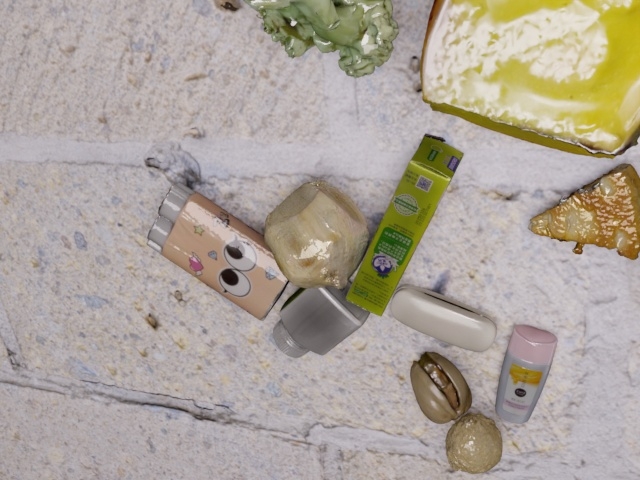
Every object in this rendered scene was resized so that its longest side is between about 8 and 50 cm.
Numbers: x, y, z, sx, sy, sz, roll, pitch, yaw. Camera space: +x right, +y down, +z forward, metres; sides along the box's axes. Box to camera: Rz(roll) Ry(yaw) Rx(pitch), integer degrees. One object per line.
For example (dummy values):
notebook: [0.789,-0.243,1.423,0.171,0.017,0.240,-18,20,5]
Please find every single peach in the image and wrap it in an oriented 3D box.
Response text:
peach: [0.347,-0.268,1.023,0.380,0.242,0.306,15,105,18]

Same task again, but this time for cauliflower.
cauliflower: [0.017,-0.386,1.084,0.260,0.281,0.327,-28,112,5]

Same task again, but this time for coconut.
coconut: [-0.003,0.002,1.359,0.194,0.194,0.194,11,122,18]

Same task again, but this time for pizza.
pizza: [0.430,-0.040,1.222,0.194,0.069,0.154,-8,114,35]

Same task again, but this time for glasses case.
glasses case: [0.229,0.146,1.423,0.204,0.051,0.081,23,125,10]

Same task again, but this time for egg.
egg: [0.301,0.402,1.500,0.118,0.116,0.140,-19,140,10]

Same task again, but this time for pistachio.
pistachio: [0.233,0.287,1.479,0.113,0.113,0.149,-26,90,33]

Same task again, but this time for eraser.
eraser: [-0.195,0.020,1.517,0.290,0.087,0.171,34,124,2]

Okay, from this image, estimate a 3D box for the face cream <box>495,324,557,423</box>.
face cream: [0.379,0.251,1.415,0.084,0.057,0.198,14,123,15]

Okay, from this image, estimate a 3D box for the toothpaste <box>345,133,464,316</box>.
toothpaste: [0.144,-0.021,1.330,0.077,0.110,0.327,26,125,5]

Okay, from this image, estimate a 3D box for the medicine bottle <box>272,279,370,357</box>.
medicine bottle: [-0.008,0.153,1.509,0.132,0.088,0.188,45,126,-5]
